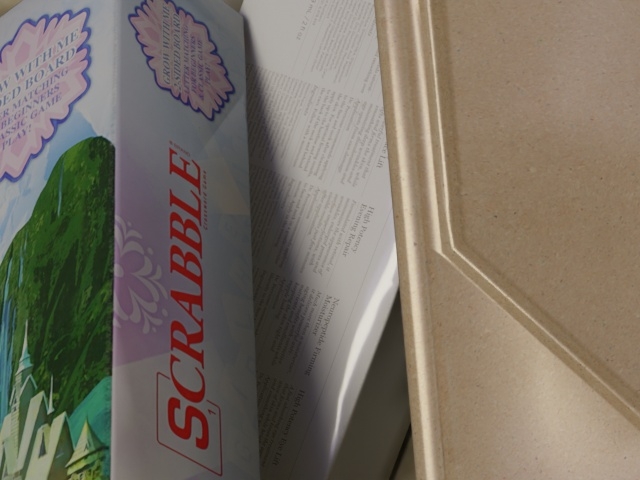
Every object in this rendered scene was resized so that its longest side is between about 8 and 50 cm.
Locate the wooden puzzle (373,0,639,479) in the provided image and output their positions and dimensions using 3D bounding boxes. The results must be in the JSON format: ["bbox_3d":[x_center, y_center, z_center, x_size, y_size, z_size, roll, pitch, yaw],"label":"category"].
[{"bbox_3d":[0.133,-0.009,0.591,0.221,0.044,0.238,-5,81,8],"label":"wooden puzzle"}]

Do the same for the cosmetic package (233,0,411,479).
[{"bbox_3d":[0.000,0.000,0.668,0.099,0.060,0.239,21,89,28],"label":"cosmetic package"}]

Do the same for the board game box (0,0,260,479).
[{"bbox_3d":[-0.155,0.100,0.619,0.319,0.066,0.318,-31,44,28],"label":"board game box"}]
